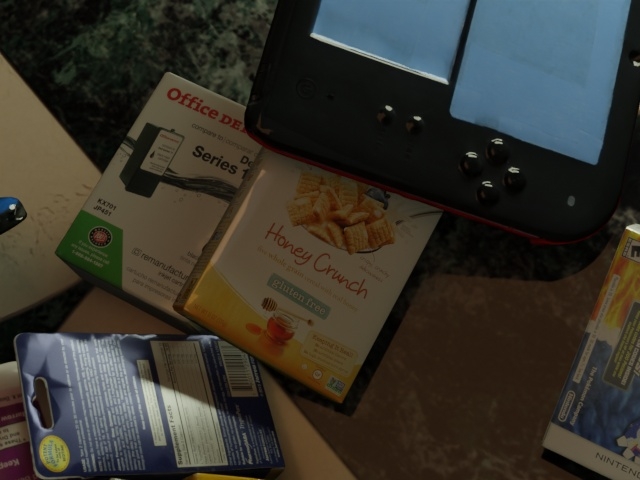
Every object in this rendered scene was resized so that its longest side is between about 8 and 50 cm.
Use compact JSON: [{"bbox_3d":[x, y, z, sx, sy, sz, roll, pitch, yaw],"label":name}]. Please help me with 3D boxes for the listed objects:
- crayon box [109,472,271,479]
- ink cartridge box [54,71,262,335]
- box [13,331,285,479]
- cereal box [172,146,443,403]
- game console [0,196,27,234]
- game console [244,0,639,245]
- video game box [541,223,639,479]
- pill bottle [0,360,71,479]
[{"bbox_3d":[-0.009,0.296,0.965,0.323,0.083,0.203,9,72,-16],"label":"crayon box"},{"bbox_3d":[-0.125,-0.033,1.167,0.153,0.087,0.208,25,77,16],"label":"ink cartridge box"},{"bbox_3d":[-0.149,0.144,1.057,0.225,0.036,0.136,5,54,-33],"label":"box"},{"bbox_3d":[0.000,0.000,1.110,0.173,0.047,0.240,32,78,-18],"label":"cereal box"},{"bbox_3d":[-0.366,0.093,1.096,0.250,0.293,0.173,-33,105,-23],"label":"game console"},{"bbox_3d":[0.139,-0.210,1.121,0.342,0.060,0.386,19,73,-14],"label":"game console"},{"bbox_3d":[0.302,0.115,1.011,0.187,0.048,0.205,23,103,21],"label":"video game box"},{"bbox_3d":[-0.239,0.268,1.042,0.169,0.169,0.301,-25,69,1],"label":"pill bottle"}]
